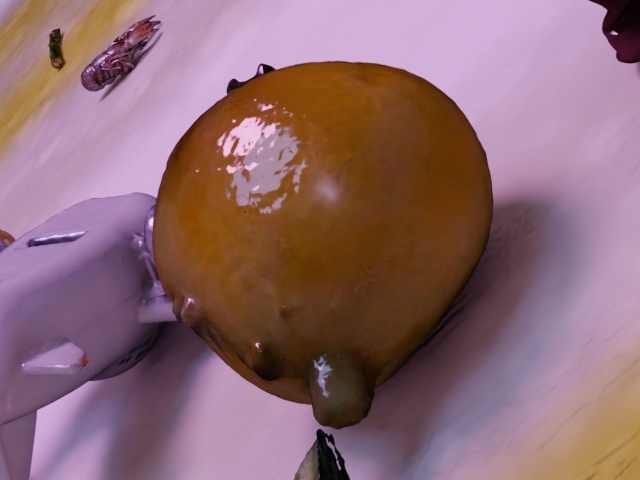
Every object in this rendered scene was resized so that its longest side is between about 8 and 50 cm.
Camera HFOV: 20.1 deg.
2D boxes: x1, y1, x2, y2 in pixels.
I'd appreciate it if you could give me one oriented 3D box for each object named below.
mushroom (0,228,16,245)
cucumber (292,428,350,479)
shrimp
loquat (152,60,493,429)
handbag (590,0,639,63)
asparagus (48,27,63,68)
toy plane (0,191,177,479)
[{"bbox_3d":[-0.306,0.028,1.514,0.084,0.071,0.209,-51,18,-16],"label":"mushroom"},{"bbox_3d":[-0.003,0.169,0.733,0.070,0.046,0.220,-45,21,19],"label":"cucumber"},{"bbox_3d":[-0.176,-0.168,1.615,0.092,0.029,0.038,-49,21,-5],"label":"shrimp"},{"bbox_3d":[0.000,0.000,0.857,0.172,0.149,0.204,-32,42,35],"label":"loquat"},{"bbox_3d":[0.218,-0.181,0.819,0.216,0.074,0.203,-4,51,59],"label":"handbag"},{"bbox_3d":[-0.275,-0.200,1.876,0.015,0.014,0.114,-16,25,-4],"label":"asparagus"},{"bbox_3d":[-0.150,0.047,1.087,0.245,0.117,0.244,-14,17,5],"label":"toy plane"}]
